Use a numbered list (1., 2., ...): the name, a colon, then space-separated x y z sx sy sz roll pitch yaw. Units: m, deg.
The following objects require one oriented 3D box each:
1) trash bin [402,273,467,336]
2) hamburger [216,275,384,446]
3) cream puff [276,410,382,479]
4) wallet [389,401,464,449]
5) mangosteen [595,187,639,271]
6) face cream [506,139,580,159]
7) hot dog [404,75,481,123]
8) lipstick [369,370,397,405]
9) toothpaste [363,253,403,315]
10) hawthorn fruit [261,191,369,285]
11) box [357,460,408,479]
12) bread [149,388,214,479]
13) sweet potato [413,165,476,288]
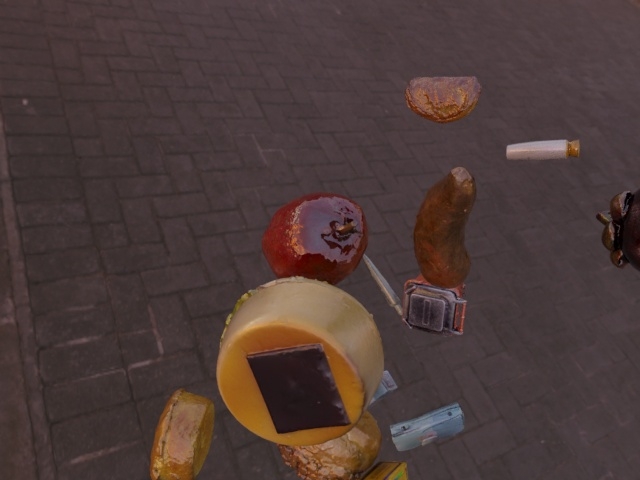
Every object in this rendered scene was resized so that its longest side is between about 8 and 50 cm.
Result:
1. trash bin: 0.368 0.170 1.542 0.184 0.161 0.238 12 24 26
2. hamburger: -0.038 0.201 0.878 0.300 0.300 0.176 30 25 0
3. cream puff: 0.003 0.531 1.427 0.327 0.231 0.343 37 6 -28
4. wallet: 0.364 0.639 1.736 0.250 0.176 0.075 -19 53 1
5. mangosteen: 1.002 -0.033 1.517 0.306 0.346 0.307 -3 94 -43
6. face cream: 0.604 -0.245 1.385 0.072 0.182 0.051 8 84 -61
7. hot dog: 0.239 -0.283 0.998 0.147 0.065 0.099 5 63 25
8. lipstick: 0.121 0.555 1.716 0.066 0.317 0.068 4 47 -52
9. toothpaste: 0.195 0.131 1.641 0.037 0.067 0.255 -33 76 3
10. hawthorn fruit: 0.000 0.000 1.039 0.215 0.249 0.215 8 77 -37
11. box: 0.171 0.744 1.293 0.193 0.084 0.302 10 72 -62
12. bread: -0.394 0.559 1.465 0.145 0.268 0.268 8 47 1
13. sweet potato: 0.192 -0.016 0.805 0.097 0.292 0.097 -7 52 9
